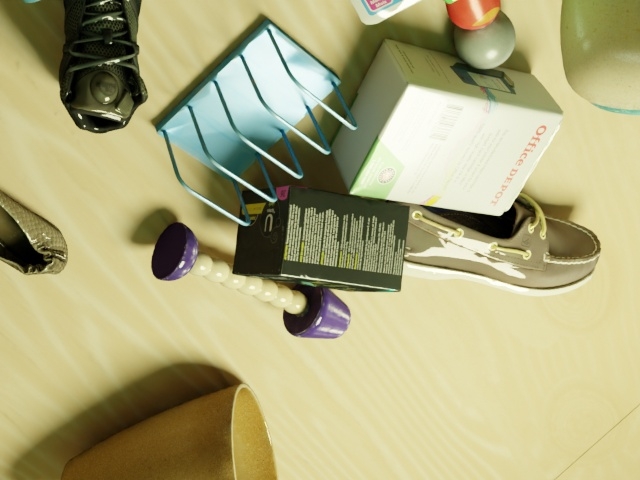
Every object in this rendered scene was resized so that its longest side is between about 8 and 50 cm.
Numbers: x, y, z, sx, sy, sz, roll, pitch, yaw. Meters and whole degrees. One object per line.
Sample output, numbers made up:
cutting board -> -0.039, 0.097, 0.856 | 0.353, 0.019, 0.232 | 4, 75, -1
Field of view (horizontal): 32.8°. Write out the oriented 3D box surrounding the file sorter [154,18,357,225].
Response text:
file sorter -> -0.063, -0.116, 1.132 | 0.170, 0.104, 0.118 | -41, 134, 17

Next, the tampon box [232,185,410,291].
tampon box -> 0.000, 0.000, 1.236 | 0.161, 0.120, 0.101 | 9, 84, -31

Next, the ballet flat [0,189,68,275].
ballet flat -> -0.360, -0.025, 1.128 | 0.084, 0.058, 0.250 | -38, 134, 14

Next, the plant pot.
plant pot -> -0.202, 0.329, 1.437 | 0.254, 0.237, 0.237 | -12, 137, 8

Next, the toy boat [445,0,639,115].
toy boat -> 0.276, -0.230, 1.088 | 0.318, 0.267, 0.148 | 6, 150, 26

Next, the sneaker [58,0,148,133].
sneaker -> -0.193, -0.195, 0.986 | 0.087, 0.130, 0.227 | 0, 126, -22

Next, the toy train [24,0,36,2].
toy train -> -0.188, -0.316, 0.880 | 0.248, 0.105, 0.143 | -40, 132, -10

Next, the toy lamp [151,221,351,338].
toy lamp -> -0.075, 0.058, 1.316 | 0.275, 0.080, 0.080 | 25, 118, -35

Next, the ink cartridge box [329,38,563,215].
ink cartridge box -> 0.141, -0.121, 1.221 | 0.212, 0.093, 0.154 | 8, 128, -27

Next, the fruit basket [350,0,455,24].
fruit basket -> 0.102, -0.387, 0.902 | 0.327, 0.165, 0.353 | -30, 133, 7

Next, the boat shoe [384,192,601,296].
boat shoe -> 0.219, -0.008, 1.349 | 0.324, 0.116, 0.096 | 7, 132, -21
